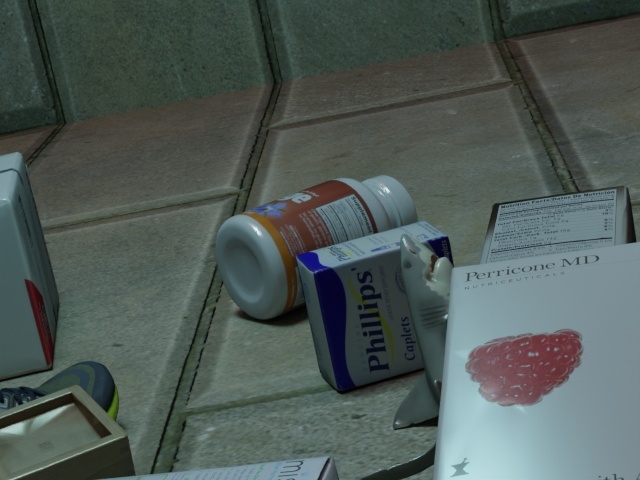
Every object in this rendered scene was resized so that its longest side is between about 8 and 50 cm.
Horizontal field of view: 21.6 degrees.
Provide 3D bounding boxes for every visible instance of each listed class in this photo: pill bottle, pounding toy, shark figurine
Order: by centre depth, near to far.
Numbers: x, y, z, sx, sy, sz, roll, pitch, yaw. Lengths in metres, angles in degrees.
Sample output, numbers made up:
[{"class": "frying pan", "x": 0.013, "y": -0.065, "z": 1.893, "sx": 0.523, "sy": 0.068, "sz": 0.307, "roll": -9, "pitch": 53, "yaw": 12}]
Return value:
[{"class": "shark figurine", "x": 0.099, "y": 0.136, "z": 1.413, "sx": 0.116, "sy": 0.166, "sz": 0.278, "roll": -33, "pitch": 26, "yaw": 21}, {"class": "pounding toy", "x": -0.224, "y": 0.194, "z": 1.424, "sx": 0.130, "sy": 0.100, "sz": 0.141, "roll": -19, "pitch": 27, "yaw": -25}, {"class": "pill bottle", "x": 0.000, "y": 0.000, "z": 1.877, "sx": 0.216, "sy": 0.121, "sz": 0.121, "roll": -22, "pitch": 18, "yaw": -34}]

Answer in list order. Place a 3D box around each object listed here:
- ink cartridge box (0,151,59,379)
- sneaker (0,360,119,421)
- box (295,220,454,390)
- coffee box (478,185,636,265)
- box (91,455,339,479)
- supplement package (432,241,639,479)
[{"class": "ink cartridge box", "x": -0.377, "y": 0.027, "z": 1.916, "sx": 0.114, "sy": 0.197, "sz": 0.273, "roll": -12, "pitch": 15, "yaw": -3}, {"class": "sneaker", "x": -0.299, "y": 0.164, "z": 1.498, "sx": 0.111, "sy": 0.121, "sz": 0.300, "roll": 1, "pitch": 20, "yaw": 39}, {"class": "box", "x": 0.059, "y": 0.062, "z": 1.596, "sx": 0.137, "sy": 0.126, "sz": 0.072, "roll": -15, "pitch": 17, "yaw": -12}, {"class": "coffee box", "x": 0.188, "y": 0.089, "z": 1.283, "sx": 0.119, "sy": 0.168, "sz": 0.297, "roll": -8, "pitch": 19, "yaw": 13}, {"class": "box", "x": -0.111, "y": 0.247, "z": 1.045, "sx": 0.231, "sy": 0.127, "sz": 0.262, "roll": -8, "pitch": 15, "yaw": 13}, {"class": "supplement package", "x": 0.168, "y": 0.149, "z": 0.977, "sx": 0.177, "sy": 0.175, "sz": 0.293, "roll": -9, "pitch": 29, "yaw": 12}]
